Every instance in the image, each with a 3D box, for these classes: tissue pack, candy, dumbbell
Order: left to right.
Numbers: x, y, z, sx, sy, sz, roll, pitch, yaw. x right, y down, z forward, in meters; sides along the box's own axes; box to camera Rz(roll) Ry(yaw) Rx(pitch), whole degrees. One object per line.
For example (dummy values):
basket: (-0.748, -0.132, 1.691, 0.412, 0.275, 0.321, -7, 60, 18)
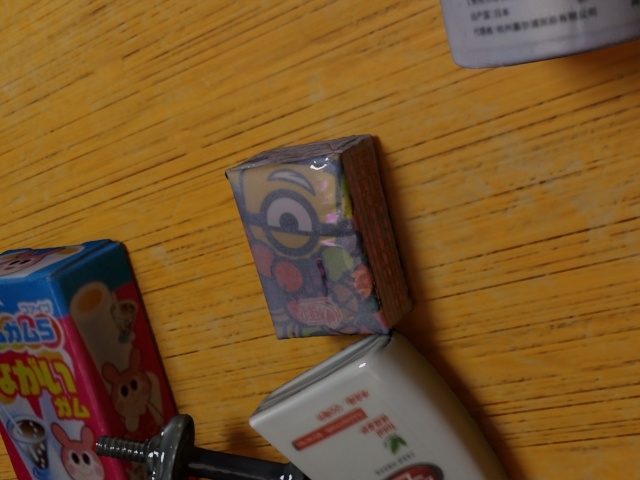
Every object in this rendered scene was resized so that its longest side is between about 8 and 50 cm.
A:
candy: (-0.235, 0.158, 1.003, 0.157, 0.100, 0.305, -4, 107, 35)
dumbbell: (-0.073, 0.201, 0.904, 0.254, 0.081, 0.081, 9, 117, 7)
tissue pack: (0.000, 0.000, 0.801, 0.109, 0.060, 0.148, -5, 107, 36)

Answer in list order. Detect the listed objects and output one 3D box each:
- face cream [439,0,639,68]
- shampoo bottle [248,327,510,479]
face cream: (0.106, -0.289, 0.553, 0.145, 0.145, 0.369, -3, 107, 34)
shampoo bottle: (0.085, 0.213, 0.827, 0.153, 0.071, 0.284, -36, 94, 29)
